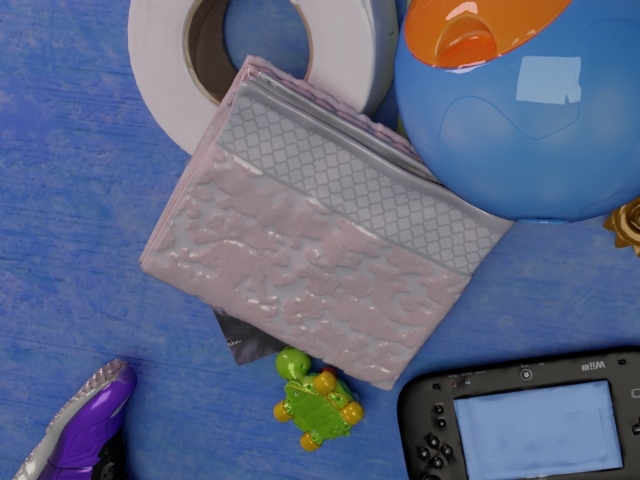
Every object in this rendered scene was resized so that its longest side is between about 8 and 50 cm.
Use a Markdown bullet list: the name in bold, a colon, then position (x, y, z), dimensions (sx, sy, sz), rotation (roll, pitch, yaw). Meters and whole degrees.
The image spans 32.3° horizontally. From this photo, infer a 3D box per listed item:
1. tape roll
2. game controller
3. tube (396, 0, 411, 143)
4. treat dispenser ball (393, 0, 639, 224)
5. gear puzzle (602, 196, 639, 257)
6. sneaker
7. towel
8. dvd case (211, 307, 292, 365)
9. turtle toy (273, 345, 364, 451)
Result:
- **tape roll**: position (-0.060, -0.215, 1.196), dimensions (0.286, 0.100, 0.286), rotation (7, 110, 18)
- **game controller**: position (0.248, 0.215, 1.259), dimensions (0.319, 0.067, 0.167), rotation (-10, 101, 17)
- **tube**: position (0.123, -0.189, 1.193), dimensions (0.062, 0.070, 0.240), rotation (-6, 110, -20)
- **treat dispenser ball**: position (0.212, -0.158, 1.028), dimensions (0.288, 0.288, 0.288), rotation (4, 105, 14)
- **gear puzzle**: position (0.372, -0.144, 1.144), dimensions (0.175, 0.044, 0.339), rotation (13, 106, 19)
- **sneaker**: position (-0.286, 0.282, 1.411), dimensions (0.146, 0.102, 0.293), rotation (38, 115, -1)
- **towel**: position (0.000, 0.000, 1.198), dimensions (0.331, 0.053, 0.317), rotation (28, 129, -6)
- **dvd case**: position (-0.035, 0.043, 1.316), dimensions (0.221, 0.018, 0.165), rotation (-21, 98, 19)
- **turtle toy**: position (-0.006, 0.183, 1.316), dimensions (0.095, 0.066, 0.130), rotation (-37, 99, 28)
